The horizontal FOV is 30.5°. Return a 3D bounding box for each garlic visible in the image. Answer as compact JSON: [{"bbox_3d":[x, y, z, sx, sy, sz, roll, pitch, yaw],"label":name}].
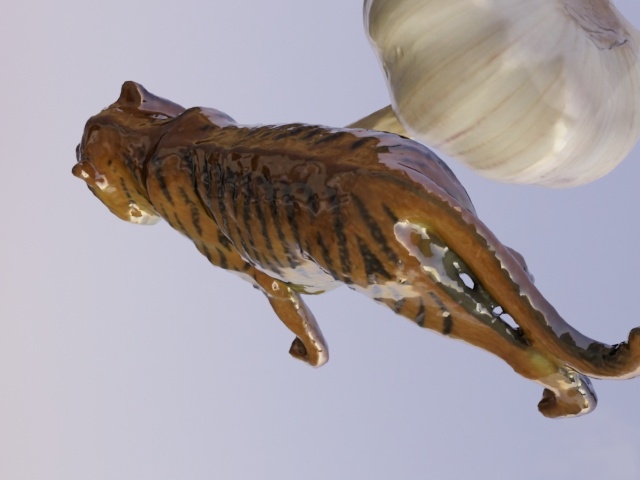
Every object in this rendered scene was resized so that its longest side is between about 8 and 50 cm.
[{"bbox_3d":[0.077,-0.093,0.738,0.226,0.199,0.199,-35,-119,36],"label":"garlic"}]

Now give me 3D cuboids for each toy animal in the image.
[{"bbox_3d":[0.000,0.000,0.380,0.241,0.099,0.057,15,-114,50],"label":"toy animal"}]
